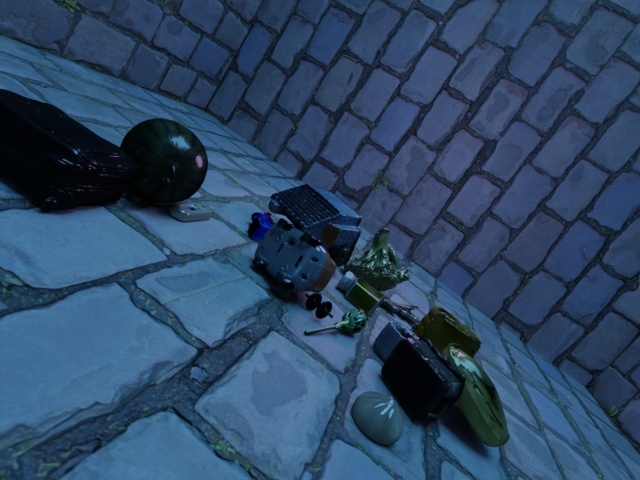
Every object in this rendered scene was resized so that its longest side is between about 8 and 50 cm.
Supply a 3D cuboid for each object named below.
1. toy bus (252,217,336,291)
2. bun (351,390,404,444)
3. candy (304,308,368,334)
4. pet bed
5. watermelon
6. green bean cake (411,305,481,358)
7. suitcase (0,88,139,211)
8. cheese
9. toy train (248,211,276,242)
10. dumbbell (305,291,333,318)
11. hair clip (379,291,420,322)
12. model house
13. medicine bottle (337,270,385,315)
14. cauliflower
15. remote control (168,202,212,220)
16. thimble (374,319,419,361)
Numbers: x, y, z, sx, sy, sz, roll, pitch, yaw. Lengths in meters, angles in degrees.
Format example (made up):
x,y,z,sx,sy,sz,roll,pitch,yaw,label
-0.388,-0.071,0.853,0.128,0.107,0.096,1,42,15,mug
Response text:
x,y,z,sx,sy,sz,roll,pitch,yaw,label
-0.076,0.067,1.434,0.288,0.194,0.232,29,-2,41,toy bus
0.154,0.427,1.016,0.138,0.094,0.138,29,13,-8,bun
0.054,0.276,1.333,0.306,0.091,0.083,4,43,-52,candy
0.315,0.419,1.235,0.160,0.183,0.211,14,22,-40,pet bed
-0.522,-0.265,1.370,0.279,0.278,0.359,25,6,-34,watermelon
0.464,0.392,1.563,0.224,0.229,0.131,38,8,1,green bean cake
-0.714,-0.238,1.098,0.346,0.188,0.339,33,9,-1,suitcase
0.477,0.478,1.307,0.259,0.128,0.315,-115,180,-84,cheese
-0.244,-0.060,1.736,0.131,0.082,0.204,24,17,-29,toy train
-0.006,0.218,1.366,0.069,0.069,0.147,20,11,-46,dumbbell
0.377,0.320,1.935,0.257,0.075,0.146,23,15,-17,hair clip
-0.053,-0.073,1.859,0.339,0.297,0.360,11,26,-42,model house
0.168,0.221,1.733,0.189,0.088,0.132,39,15,14,medicine bottle
0.283,0.114,1.997,0.328,0.280,0.260,19,-23,-4,cauliflower
-0.463,-0.108,1.473,0.078,0.042,0.221,36,14,9,remote control
0.271,0.367,1.425,0.127,0.117,0.151,25,16,-35,thimble
